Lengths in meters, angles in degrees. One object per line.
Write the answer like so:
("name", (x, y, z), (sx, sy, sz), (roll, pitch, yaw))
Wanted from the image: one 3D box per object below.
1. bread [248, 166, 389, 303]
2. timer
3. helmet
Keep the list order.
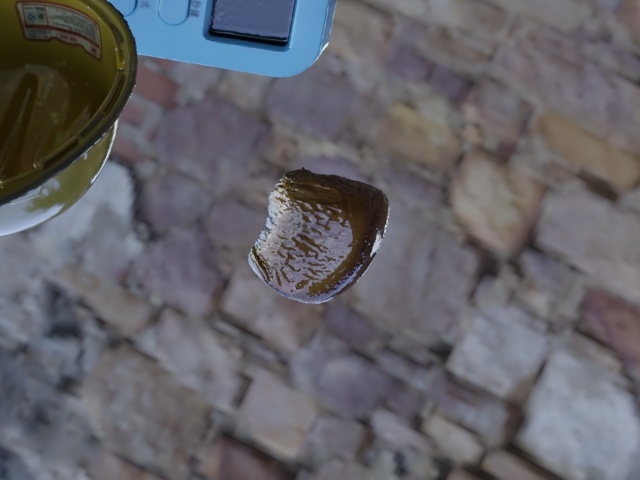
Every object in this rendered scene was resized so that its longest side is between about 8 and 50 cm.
("bread", (0.000, 0.000, 1.865), (0.126, 0.129, 0.044), (16, -156, -20))
("timer", (-0.104, -0.263, 1.681), (0.250, 0.232, 0.091), (14, -150, 7))
("helmet", (-0.246, -0.073, 1.468), (0.205, 0.257, 0.140), (24, 146, 20))
